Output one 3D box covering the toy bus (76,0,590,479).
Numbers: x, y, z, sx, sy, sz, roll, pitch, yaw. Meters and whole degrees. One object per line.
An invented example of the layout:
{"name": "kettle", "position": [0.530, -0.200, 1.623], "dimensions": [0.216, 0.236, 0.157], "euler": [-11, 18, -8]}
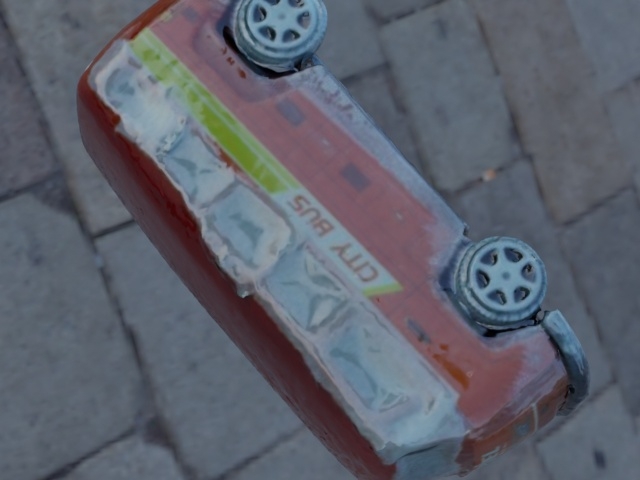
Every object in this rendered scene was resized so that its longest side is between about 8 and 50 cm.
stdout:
{"name": "toy bus", "position": [0.000, 0.000, 0.782], "dimensions": [0.120, 0.121, 0.265], "euler": [-37, 78, -15]}
